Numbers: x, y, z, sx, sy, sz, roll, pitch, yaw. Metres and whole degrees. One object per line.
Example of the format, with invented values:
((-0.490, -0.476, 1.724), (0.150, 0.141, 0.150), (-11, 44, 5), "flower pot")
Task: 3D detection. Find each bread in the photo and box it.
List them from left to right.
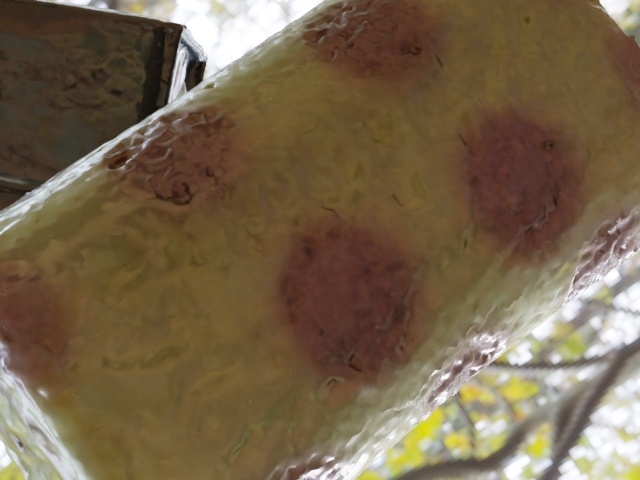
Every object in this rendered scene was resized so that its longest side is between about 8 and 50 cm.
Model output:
((0.000, 0.000, 0.847), (0.338, 0.155, 0.187), (-35, -85, -26), "bread")

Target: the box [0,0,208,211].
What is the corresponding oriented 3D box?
((-0.208, -0.039, 1.345), (0.204, 0.345, 0.251), (11, -88, -1), "box")
